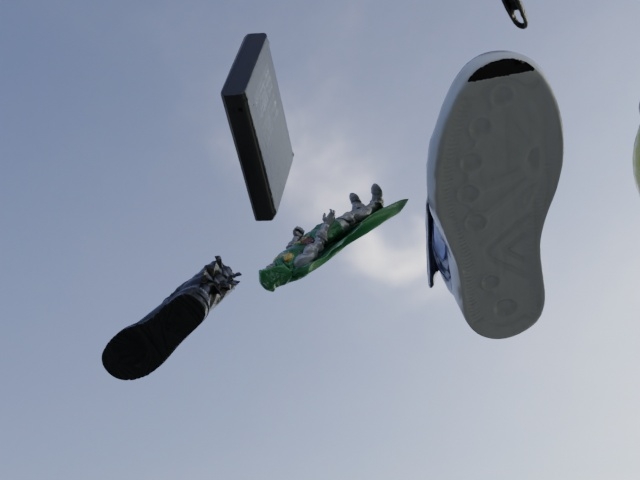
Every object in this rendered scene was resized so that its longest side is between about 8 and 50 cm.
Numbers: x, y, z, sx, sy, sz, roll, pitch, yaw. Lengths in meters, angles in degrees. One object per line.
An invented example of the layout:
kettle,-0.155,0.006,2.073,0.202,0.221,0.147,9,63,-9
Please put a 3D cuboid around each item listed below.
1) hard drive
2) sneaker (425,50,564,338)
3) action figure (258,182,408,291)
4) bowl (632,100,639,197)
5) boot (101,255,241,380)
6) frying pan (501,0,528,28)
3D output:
hard drive,-0.052,-0.097,0.767,0.022,0.094,0.135,0,-47,13
sneaker,0.162,-0.081,0.925,0.130,0.236,0.323,-9,-55,1
action figure,0.000,0.000,1.159,0.137,0.232,0.064,-23,-78,48
bowl,0.523,-0.161,1.178,0.289,0.156,0.290,-20,-37,-16
boot,-0.128,0.067,0.776,0.121,0.099,0.045,-38,-84,17
frying pan,0.238,-0.435,1.369,0.197,0.053,0.326,12,-24,12
